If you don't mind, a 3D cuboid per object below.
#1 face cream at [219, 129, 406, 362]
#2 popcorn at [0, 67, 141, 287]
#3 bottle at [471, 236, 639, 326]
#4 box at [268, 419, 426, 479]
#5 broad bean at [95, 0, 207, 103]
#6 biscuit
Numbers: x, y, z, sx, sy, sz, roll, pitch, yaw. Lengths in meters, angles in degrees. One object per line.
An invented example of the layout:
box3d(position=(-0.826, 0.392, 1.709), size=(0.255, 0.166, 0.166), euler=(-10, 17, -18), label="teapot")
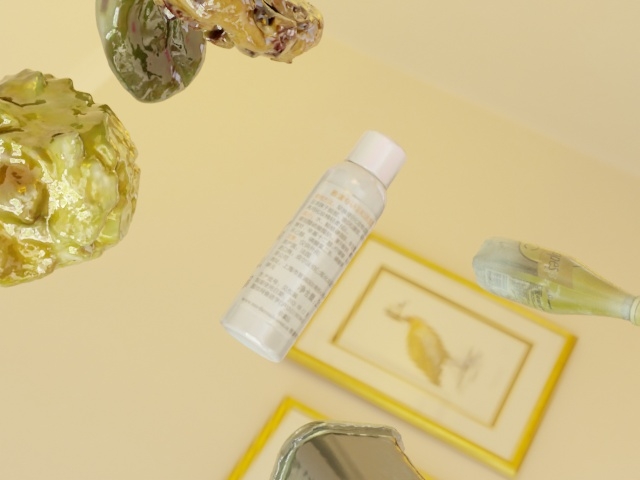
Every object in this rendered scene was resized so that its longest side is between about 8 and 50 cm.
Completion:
box3d(position=(0.000, 0.000, 1.248), size=(0.269, 0.082, 0.082), euler=(-54, -13, -13), label="face cream")
box3d(position=(-0.323, -0.074, 1.298), size=(0.249, 0.249, 0.225), euler=(-50, -36, -51), label="popcorn")
box3d(position=(0.316, 0.059, 1.511), size=(0.083, 0.269, 0.083), euler=(-16, -66, -40), label="bottle")
box3d(position=(0.019, 0.311, 1.001), size=(0.178, 0.138, 0.274), euler=(40, 118, 57), label="box")
box3d(position=(-0.208, -0.260, 1.459), size=(0.153, 0.072, 0.207), euler=(-32, -51, -28), label="broad bean")
box3d(position=(-0.145, -0.287, 1.179), size=(0.081, 0.334, 0.289), euler=(-51, -1, 16), label="biscuit")
